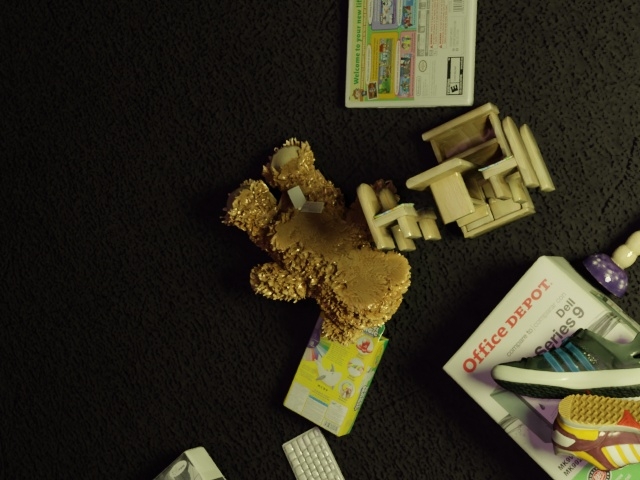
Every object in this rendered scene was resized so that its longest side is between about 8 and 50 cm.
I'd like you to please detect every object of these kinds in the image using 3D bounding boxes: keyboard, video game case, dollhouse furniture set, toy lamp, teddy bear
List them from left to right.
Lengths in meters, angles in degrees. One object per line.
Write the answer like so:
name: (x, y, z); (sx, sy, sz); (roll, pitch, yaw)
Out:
teddy bear: (0.000, 0.000, 1.660); (0.338, 0.113, 0.245); (28, 75, 26)
keyboard: (0.023, 0.403, 1.687); (0.072, 0.014, 0.256); (-31, 76, 21)
video game case: (0.130, -0.298, 1.656); (0.193, 0.023, 0.212); (2, 90, 25)
dollhouse furniture set: (0.179, -0.098, 1.506); (0.212, 0.242, 0.161); (-24, 78, 22)
toy lamp: (0.458, -0.044, 1.466); (0.080, 0.080, 0.274); (47, 107, 19)

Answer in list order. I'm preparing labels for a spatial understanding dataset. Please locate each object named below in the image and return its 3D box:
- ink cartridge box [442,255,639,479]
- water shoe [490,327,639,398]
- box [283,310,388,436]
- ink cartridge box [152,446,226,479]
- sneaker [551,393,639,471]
ink cartridge box: (0.336, 0.188, 1.489); (0.289, 0.121, 0.211); (44, 105, 19)
water shoe: (0.312, 0.150, 1.407); (0.203, 0.073, 0.080); (-1, 66, 19)
box: (0.026, 0.182, 1.678); (0.105, 0.043, 0.179); (27, 101, 24)
ink cartridge box: (-0.155, 0.496, 1.741); (0.165, 0.065, 0.332); (-44, 73, 17)
sneaker: (0.372, 0.240, 1.375); (0.186, 0.069, 0.084); (11, 127, 11)
